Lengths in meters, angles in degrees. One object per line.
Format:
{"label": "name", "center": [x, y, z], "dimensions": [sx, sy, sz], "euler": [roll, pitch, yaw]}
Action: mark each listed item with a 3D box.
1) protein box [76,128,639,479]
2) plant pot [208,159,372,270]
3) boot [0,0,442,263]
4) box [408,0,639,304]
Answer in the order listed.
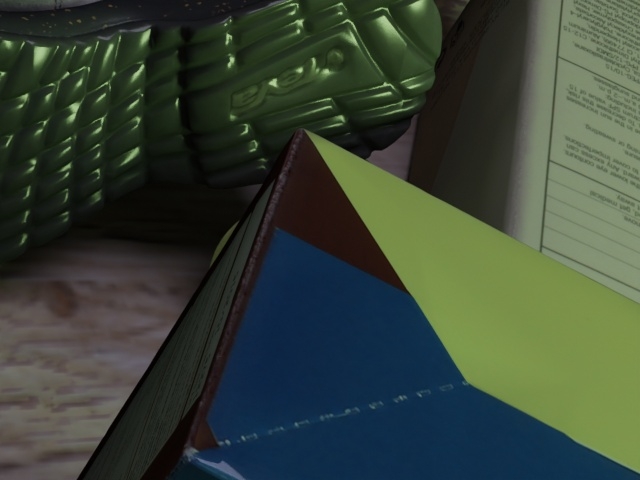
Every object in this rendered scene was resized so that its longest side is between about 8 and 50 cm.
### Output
{"label": "protein box", "center": [0.024, 0.115, 0.549], "dimensions": [0.200, 0.201, 0.136], "euler": [27, 42, -8]}
{"label": "plant pot", "center": [0.000, 0.000, 0.744], "dimensions": [0.083, 0.083, 0.079], "euler": [26, 30, -10]}
{"label": "boot", "center": [-0.140, -0.098, 0.727], "dimensions": [0.338, 0.118, 0.223], "euler": [-7, 39, -25]}
{"label": "box", "center": [0.117, 0.007, 0.773], "dimensions": [0.148, 0.121, 0.311], "euler": [26, 42, -11]}
